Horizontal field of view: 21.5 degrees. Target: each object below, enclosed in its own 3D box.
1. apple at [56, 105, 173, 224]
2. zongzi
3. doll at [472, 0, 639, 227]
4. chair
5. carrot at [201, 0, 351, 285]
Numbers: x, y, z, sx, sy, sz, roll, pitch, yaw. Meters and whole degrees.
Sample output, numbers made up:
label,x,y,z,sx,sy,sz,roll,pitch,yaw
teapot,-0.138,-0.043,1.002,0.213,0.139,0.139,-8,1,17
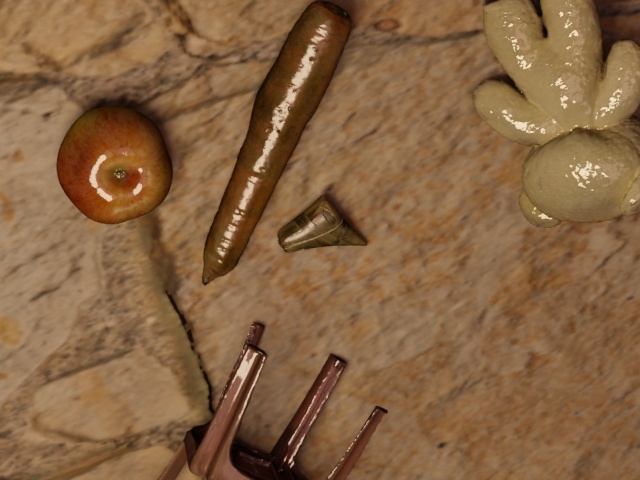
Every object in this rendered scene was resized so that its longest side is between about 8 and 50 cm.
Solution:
label,x,y,z,sx,sy,sz,roll,pitch,yaw
apple,-0.222,-0.081,1.803,0.126,0.102,0.126,-2,102,-8
zongzi,0.000,0.000,1.894,0.076,0.040,0.083,-37,123,8
doll,0.280,-0.158,1.864,0.149,0.175,0.278,-22,98,-42
chair,-0.087,0.270,1.863,0.175,0.183,0.326,25,97,-12
carrot,-0.058,-0.104,1.845,0.070,0.070,0.342,23,104,-12
